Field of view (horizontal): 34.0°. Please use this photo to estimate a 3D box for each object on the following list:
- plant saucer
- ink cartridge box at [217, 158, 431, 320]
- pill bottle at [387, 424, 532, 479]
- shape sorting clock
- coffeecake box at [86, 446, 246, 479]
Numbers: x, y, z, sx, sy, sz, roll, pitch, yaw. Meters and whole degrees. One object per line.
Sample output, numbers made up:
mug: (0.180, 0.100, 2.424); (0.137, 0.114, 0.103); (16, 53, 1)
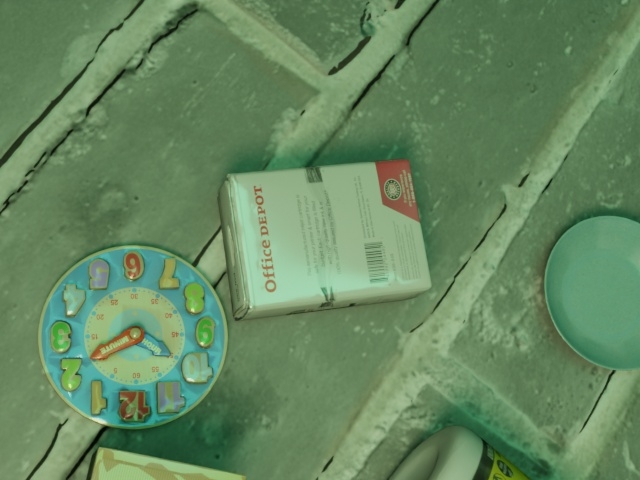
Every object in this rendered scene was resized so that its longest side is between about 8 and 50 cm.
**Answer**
plant saucer: (0.361, 0.067, 1.304); (0.195, 0.037, 0.195); (3, 76, -14)
ink cartridge box: (0.000, 0.000, 1.200); (0.217, 0.092, 0.159); (-5, 79, -17)
pill bottle: (0.216, 0.368, 1.119); (0.334, 0.188, 0.188); (40, 71, -3)
shape sorting clock: (-0.204, 0.104, 1.151); (0.206, 0.040, 0.206); (3, 77, -14)
coffeecake box: (-0.163, 0.256, 1.049); (0.142, 0.185, 0.068); (13, 74, -10)
